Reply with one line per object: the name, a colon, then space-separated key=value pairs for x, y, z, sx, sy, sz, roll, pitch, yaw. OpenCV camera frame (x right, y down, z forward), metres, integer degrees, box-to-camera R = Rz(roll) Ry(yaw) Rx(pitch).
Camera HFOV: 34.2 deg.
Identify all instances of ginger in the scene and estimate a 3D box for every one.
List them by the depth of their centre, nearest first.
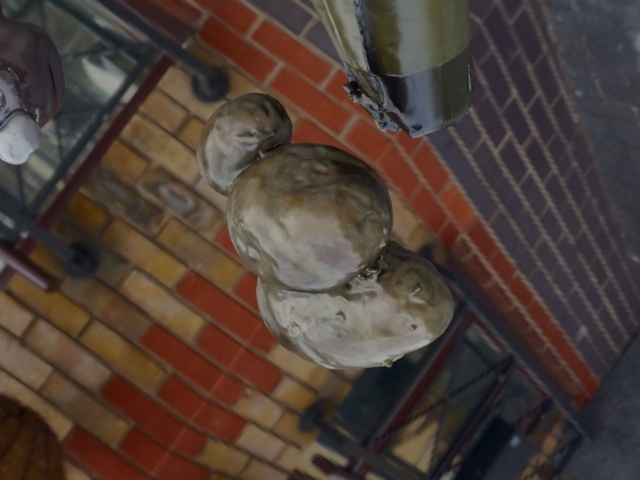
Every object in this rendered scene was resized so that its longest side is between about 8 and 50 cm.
ginger: x=0.000 y=0.000 z=0.996 sx=0.244 sy=0.155 sz=0.304 roll=28 pitch=151 yaw=50

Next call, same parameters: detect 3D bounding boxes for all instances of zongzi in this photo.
zongzi: x=0.033 y=-0.284 z=1.155 sx=0.317 sy=0.154 sz=0.289 roll=37 pitch=144 yaw=45

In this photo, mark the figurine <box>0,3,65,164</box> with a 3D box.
figurine: x=-0.582 y=-0.291 z=1.653 sx=0.365 sy=0.218 sz=0.206 roll=25 pitch=-175 yaw=-10
